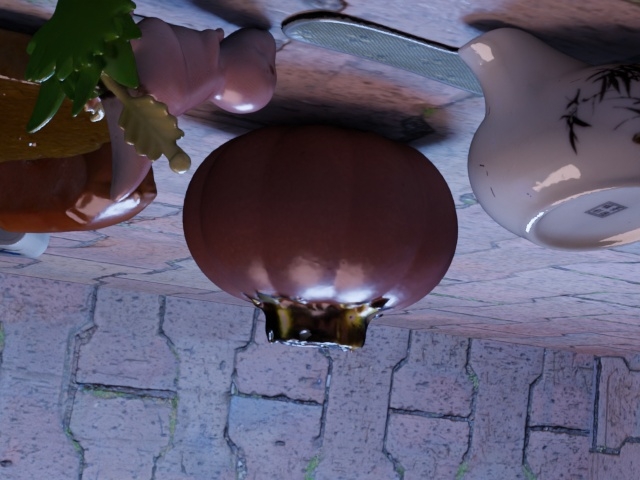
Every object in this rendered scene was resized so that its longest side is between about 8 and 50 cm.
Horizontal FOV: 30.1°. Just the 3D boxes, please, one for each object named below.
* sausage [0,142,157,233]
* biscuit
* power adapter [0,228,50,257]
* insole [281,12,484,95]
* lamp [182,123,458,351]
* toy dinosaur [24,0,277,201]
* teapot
[{"bbox_3d":[-0.307,-0.070,1.424,0.258,0.133,0.133,-4,167,31],"label":"sausage"},{"bbox_3d":[-0.354,-0.142,1.160,0.359,0.074,0.381,10,173,-17],"label":"biscuit"},{"bbox_3d":[-0.450,-0.052,1.618,0.130,0.125,0.205,6,172,2],"label":"power adapter"},{"bbox_3d":[0.115,-0.150,1.027,0.322,0.007,0.109,10,170,-29],"label":"insole"},{"bbox_3d":[0.000,0.000,1.294,0.305,0.239,0.305,4,171,1],"label":"lamp"},{"bbox_3d":[-0.130,-0.119,0.927,0.152,0.194,0.177,-14,139,41],"label":"toy dinosaur"},{"bbox_3d":[0.238,-0.076,1.000,0.300,0.166,0.208,4,146,-46],"label":"teapot"}]
